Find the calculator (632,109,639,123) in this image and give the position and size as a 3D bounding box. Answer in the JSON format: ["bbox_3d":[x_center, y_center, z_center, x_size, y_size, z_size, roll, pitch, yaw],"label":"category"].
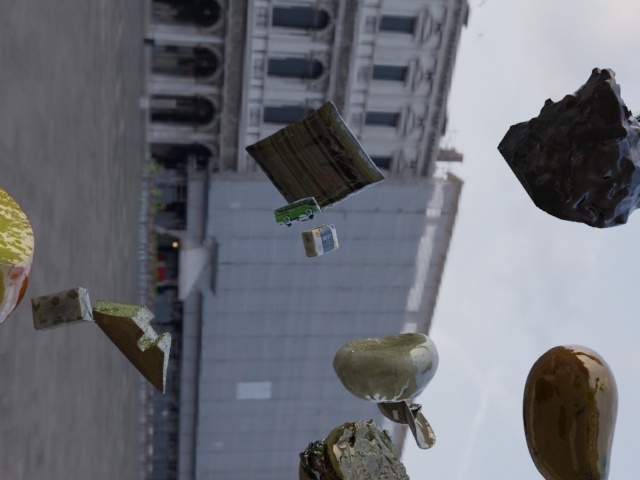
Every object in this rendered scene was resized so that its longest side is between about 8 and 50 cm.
[{"bbox_3d":[0.579,-0.199,1.431,0.302,0.188,0.042,-8,-74,51],"label":"calculator"}]

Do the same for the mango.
[{"bbox_3d":[0.519,0.373,1.751,0.211,0.172,0.318,-22,-119,54],"label":"mango"}]

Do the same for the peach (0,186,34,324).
[{"bbox_3d":[-0.650,0.034,1.382,0.380,0.242,0.306,44,-80,32],"label":"peach"}]

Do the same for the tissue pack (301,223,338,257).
[{"bbox_3d":[0.000,0.000,1.900,0.042,0.083,0.062,-4,-81,40],"label":"tissue pack"}]

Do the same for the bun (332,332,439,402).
[{"bbox_3d":[0.147,0.274,1.782,0.231,0.230,0.133,-163,-117,-79],"label":"bun"}]

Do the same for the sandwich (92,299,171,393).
[{"bbox_3d":[-0.389,0.213,1.827,0.244,0.088,0.090,52,7,-9],"label":"sandwich"}]

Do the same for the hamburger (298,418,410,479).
[{"bbox_3d":[0.053,0.415,1.443,0.130,0.206,0.183,-46,-109,33],"label":"hamburger"}]

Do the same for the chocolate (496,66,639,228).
[{"bbox_3d":[0.390,-0.154,1.167,0.177,0.206,0.224,105,-30,-48],"label":"chocolate"}]

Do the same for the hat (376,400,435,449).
[{"bbox_3d":[0.212,0.475,2.231,0.166,0.144,0.173,48,36,-41],"label":"hat"}]

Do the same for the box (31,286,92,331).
[{"bbox_3d":[-0.455,0.121,1.484,0.045,0.098,0.062,43,33,-78],"label":"box"}]

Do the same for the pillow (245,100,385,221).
[{"bbox_3d":[-0.009,-0.157,1.712,0.208,0.212,0.052,53,25,-25],"label":"pillow"}]

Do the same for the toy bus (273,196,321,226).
[{"bbox_3d":[-0.043,-0.052,1.556,0.031,0.083,0.037,56,17,-69],"label":"toy bus"}]
